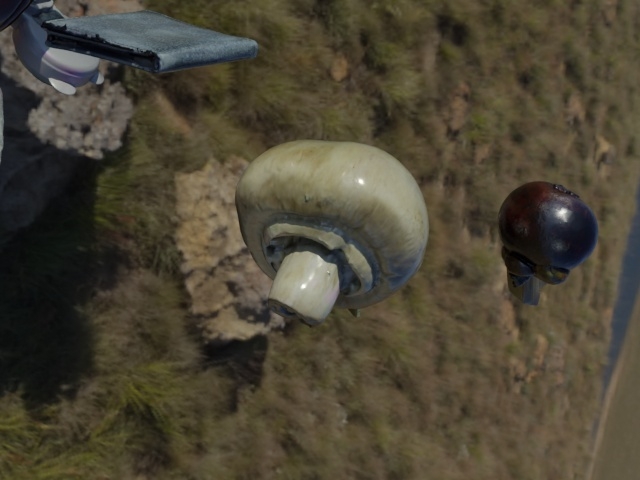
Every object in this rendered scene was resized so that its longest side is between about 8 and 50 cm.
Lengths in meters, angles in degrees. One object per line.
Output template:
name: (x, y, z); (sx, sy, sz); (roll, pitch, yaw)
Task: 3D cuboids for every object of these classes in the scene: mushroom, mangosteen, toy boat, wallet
mushroom: (0.000, 0.000, 1.002); (0.234, 0.253, 0.260); (-63, -176, -37)
mangosteen: (0.275, -0.003, 0.990); (0.140, 0.140, 0.140); (-23, 118, -54)
toy boat: (0.366, 0.035, 1.378); (0.077, 0.057, 0.201); (-29, 137, -13)
wallet: (-0.208, -0.241, 0.962); (0.167, 0.222, 0.036); (-24, 128, -48)

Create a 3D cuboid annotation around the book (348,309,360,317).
book: (0.026, 0.013, 1.350); (0.013, 0.168, 0.192); (-21, 137, -24)

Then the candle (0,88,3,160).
candle: (-0.482, -0.147, 1.019); (0.192, 0.068, 0.168); (56, 40, -20)

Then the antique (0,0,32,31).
antique: (-0.638, -0.492, 1.489); (0.129, 0.278, 0.224); (27, 59, -66)

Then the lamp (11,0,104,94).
lamp: (-0.566, -0.409, 1.648); (0.246, 0.108, 0.179); (53, 26, -7)
